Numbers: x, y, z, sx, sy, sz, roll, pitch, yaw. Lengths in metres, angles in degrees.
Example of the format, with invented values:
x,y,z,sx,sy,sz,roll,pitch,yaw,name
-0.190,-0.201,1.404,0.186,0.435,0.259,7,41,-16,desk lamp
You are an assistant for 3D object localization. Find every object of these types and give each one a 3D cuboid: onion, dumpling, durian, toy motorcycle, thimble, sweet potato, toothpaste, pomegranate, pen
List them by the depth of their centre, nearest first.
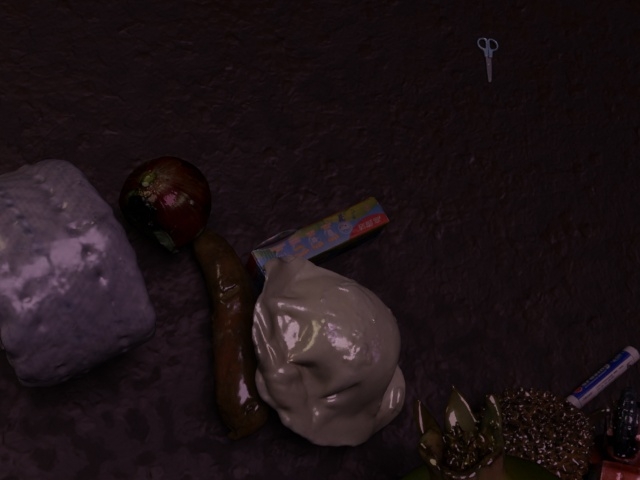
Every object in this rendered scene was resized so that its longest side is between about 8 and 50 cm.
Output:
x,y,z,sx,sy,sz,roll,pitch,yaw,name
0.167,0.320,0.879,0.260,0.260,0.341,-13,103,-20,pomegranate
-0.301,0.034,0.898,0.157,0.217,0.245,-26,64,-24,thimble
0.006,0.140,0.975,0.258,0.147,0.193,47,49,-22,dumpling
0.358,0.332,0.997,0.089,0.171,0.298,10,68,15,toy motorcycle
0.260,0.234,1.004,0.188,0.091,0.148,-21,54,10,durian
-0.107,0.104,1.007,0.075,0.075,0.273,-5,68,-18,sweet potato
-0.189,-0.049,1.025,0.117,0.119,0.118,32,62,15,onion
0.000,0.000,1.078,0.193,0.070,0.044,-25,75,-23,toothpaste
0.364,0.205,1.123,0.204,0.025,0.025,-31,79,-24,pen

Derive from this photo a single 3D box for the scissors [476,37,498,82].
x,y,z,sx,sy,sz,roll,pitch,yaw,name
0.267,-0.287,1.310,0.036,0.006,0.083,7,67,-11,scissors
